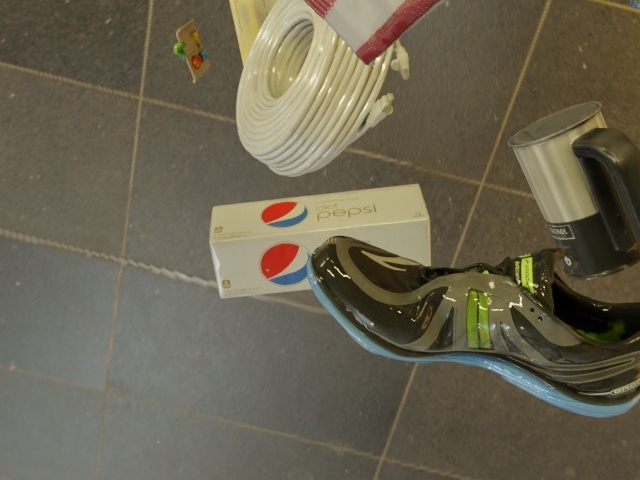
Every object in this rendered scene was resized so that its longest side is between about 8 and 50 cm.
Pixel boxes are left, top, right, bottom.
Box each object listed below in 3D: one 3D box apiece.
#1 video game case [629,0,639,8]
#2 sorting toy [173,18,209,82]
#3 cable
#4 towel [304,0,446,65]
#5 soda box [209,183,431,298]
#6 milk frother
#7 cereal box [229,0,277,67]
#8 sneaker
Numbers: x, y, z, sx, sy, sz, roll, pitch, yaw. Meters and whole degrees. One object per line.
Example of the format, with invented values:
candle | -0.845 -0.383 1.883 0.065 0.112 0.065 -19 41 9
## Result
video game case | 0.655 -0.439 1.490 0.166 0.119 0.015 21 83 17
sorting toy | -0.144 -0.210 0.917 0.012 0.083 0.062 -9 115 15
cable | -0.013 -0.201 0.976 0.089 0.257 0.257 20 134 -30
towel | -0.062 -0.217 0.330 0.037 0.237 0.329 -43 98 -5
soda box | 0.000 0.000 0.828 0.216 0.069 0.074 -6 125 0
milk frother | 0.261 -0.058 0.709 0.129 0.143 0.135 -6 115 58
cereal box | -0.052 -0.366 1.244 0.047 0.240 0.173 1 114 32
sneaker | 0.086 0.030 0.421 0.188 0.067 0.078 17 125 0
